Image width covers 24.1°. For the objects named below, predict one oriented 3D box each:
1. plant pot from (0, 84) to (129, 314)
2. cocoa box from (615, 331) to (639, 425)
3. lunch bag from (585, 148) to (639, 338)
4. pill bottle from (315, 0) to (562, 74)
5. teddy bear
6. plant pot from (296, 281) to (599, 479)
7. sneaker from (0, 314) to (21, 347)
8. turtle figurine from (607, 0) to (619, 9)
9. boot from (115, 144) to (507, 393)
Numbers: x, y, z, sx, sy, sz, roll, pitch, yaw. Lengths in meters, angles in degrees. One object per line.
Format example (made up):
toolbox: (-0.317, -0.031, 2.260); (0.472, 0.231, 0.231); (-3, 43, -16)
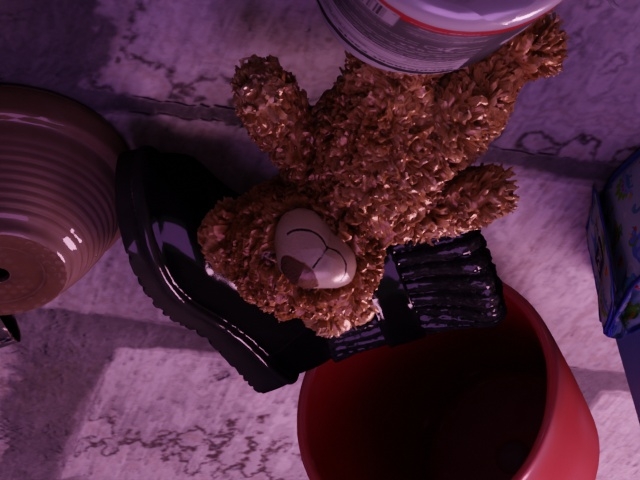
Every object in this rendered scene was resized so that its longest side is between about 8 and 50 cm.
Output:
plant pot: (-0.274, -0.014, 1.270); (0.237, 0.110, 0.237); (-4, 142, -3)
cocoa box: (0.447, 0.136, 1.402); (0.231, 0.347, 0.228); (11, 140, -25)
lunch bag: (0.300, 0.001, 1.378); (0.096, 0.129, 0.151); (17, 139, -22)
pill bottle: (0.075, -0.193, 0.959); (0.161, 0.161, 0.283); (-5, 180, -4)
teddy bear: (0.051, -0.075, 1.162); (0.338, 0.113, 0.245); (-38, 123, -1)
plant pot: (0.152, 0.192, 1.515); (0.275, 0.275, 0.243); (-24, 148, 20)
sneaker: (-0.366, 0.049, 1.371); (0.118, 0.083, 0.222); (-19, 151, 6)
turtle figurine: (0.212, -0.250, 1.045); (0.234, 0.118, 0.175); (27, 168, -34)
boot: (0.000, -0.003, 1.316); (0.260, 0.131, 0.348); (-19, 146, 17)
